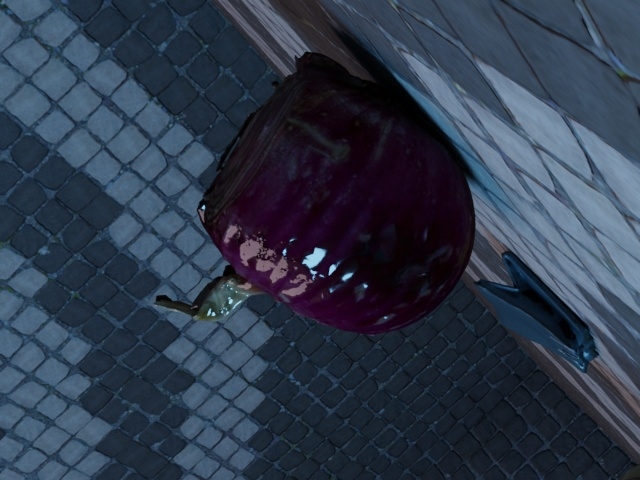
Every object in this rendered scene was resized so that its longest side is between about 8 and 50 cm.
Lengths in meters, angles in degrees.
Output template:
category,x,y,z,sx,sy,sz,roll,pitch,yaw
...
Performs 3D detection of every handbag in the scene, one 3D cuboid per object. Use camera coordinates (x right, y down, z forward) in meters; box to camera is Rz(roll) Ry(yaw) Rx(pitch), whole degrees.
category,x,y,z,sx,sy,sz,roll,pitch,yaw
handbag,0.271,0.095,1.276,0.144,0.057,0.221,40,178,24

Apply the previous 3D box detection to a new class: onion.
category,x,y,z,sx,sy,sz,roll,pitch,yaw
onion,0.022,-0.020,0.931,0.256,0.272,0.230,4,-162,-26

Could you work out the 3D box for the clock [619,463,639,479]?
category,x,y,z,sx,sy,sz,roll,pitch,yaw
clock,0.434,0.457,1.348,0.326,0.184,0.342,10,-112,-47
